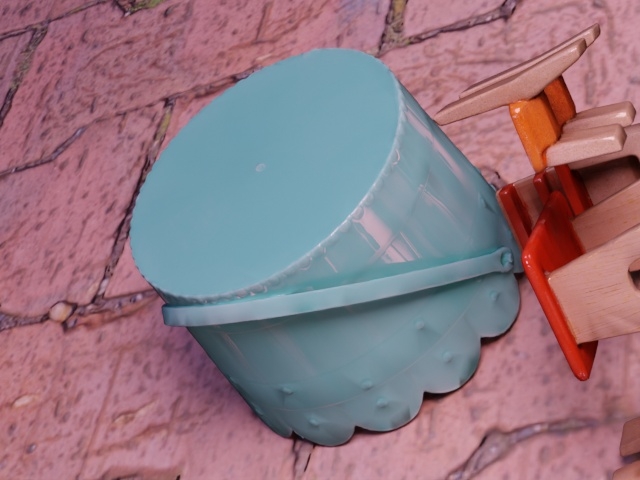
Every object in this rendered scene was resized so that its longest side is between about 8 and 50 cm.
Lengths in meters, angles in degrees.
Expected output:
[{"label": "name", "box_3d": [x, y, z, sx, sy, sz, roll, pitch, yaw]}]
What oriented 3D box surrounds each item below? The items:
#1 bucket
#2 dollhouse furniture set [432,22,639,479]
[{"label": "bucket", "box_3d": [0.000, 0.000, 0.983, 0.281, 0.183, 0.281, -23, 41, 22]}, {"label": "dollhouse furniture set", "box_3d": [0.167, 0.007, 0.816, 0.135, 0.262, 0.259, -22, 8, 23]}]
